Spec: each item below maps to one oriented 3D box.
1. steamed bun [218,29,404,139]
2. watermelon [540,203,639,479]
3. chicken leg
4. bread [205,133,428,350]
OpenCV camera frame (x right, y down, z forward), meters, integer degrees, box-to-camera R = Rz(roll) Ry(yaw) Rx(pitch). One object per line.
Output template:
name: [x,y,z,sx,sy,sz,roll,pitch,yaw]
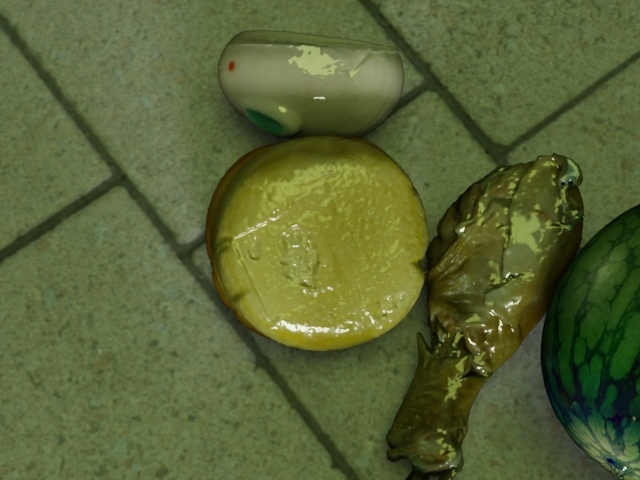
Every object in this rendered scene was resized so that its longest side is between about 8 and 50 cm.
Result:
steamed bun: [-0.013,-0.186,1.729,0.228,0.177,0.131,4,96,-9]
watermelon: [0.419,0.116,1.562,0.363,0.363,0.363,1,71,-3]
chicken leg: [0.184,0.100,1.646,0.201,0.152,0.429,14,76,41]
bread: [0.000,0.000,1.657,0.270,0.148,0.270,0,92,-8]
